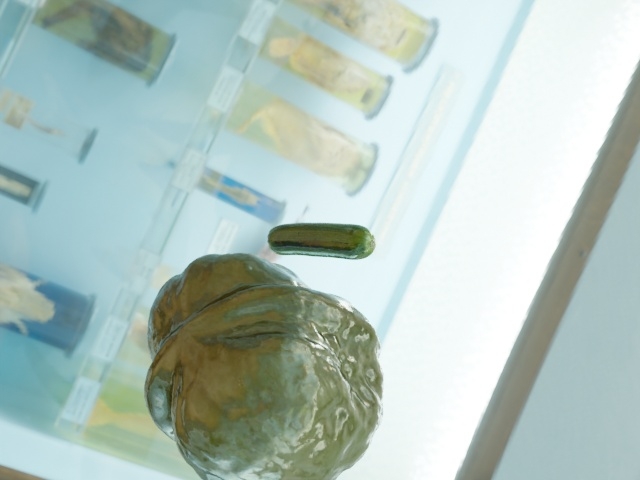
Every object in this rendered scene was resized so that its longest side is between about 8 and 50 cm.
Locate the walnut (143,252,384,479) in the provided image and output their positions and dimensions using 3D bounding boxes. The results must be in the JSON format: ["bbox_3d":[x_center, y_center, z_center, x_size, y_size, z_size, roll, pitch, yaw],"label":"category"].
[{"bbox_3d":[-0.066,0.158,1.103,0.253,0.277,0.282,-20,-130,32],"label":"walnut"}]

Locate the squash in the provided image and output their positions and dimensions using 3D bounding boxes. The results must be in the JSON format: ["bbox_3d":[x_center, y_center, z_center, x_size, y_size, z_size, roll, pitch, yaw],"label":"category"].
[{"bbox_3d":[0.000,0.000,1.690,0.228,0.066,0.066,1,-115,36],"label":"squash"}]
